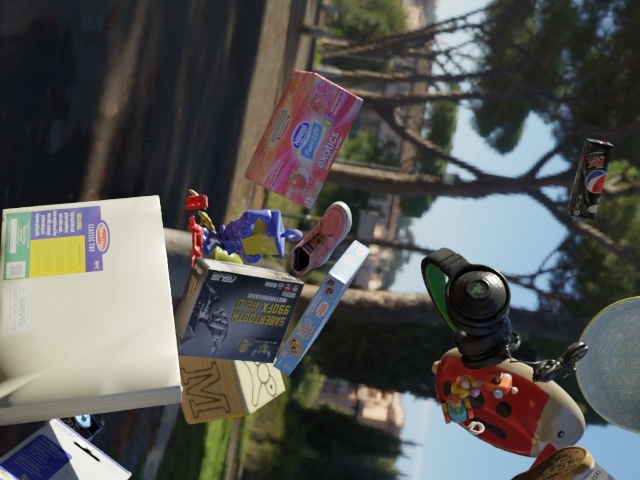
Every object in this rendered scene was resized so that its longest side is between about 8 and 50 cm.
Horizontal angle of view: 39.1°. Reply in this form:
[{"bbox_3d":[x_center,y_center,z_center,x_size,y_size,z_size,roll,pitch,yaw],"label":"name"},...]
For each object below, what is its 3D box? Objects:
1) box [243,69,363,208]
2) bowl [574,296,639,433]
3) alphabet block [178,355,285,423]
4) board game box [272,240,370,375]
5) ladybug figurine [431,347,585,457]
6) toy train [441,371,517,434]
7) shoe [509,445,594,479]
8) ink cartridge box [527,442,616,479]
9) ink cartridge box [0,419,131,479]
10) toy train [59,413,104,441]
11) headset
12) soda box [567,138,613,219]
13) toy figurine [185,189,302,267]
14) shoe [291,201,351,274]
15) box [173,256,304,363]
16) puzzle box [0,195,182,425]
[{"bbox_3d":[-0.045,-0.251,2.211,0.300,0.154,0.142,-63,-153,1],"label":"box"},{"bbox_3d":[0.697,0.252,1.912,0.156,0.289,0.289,-10,110,-68],"label":"bowl"},{"bbox_3d":[-0.229,0.314,2.187,0.192,0.193,0.197,-20,96,-60],"label":"alphabet block"},{"bbox_3d":[0.003,0.115,1.560,0.211,0.039,0.160,-61,174,27],"label":"board game box"},{"bbox_3d":[0.494,0.456,2.475,0.162,0.449,0.305,-44,143,-35],"label":"ladybug figurine"},{"bbox_3d":[0.313,0.310,1.808,0.166,0.125,0.046,-45,133,-39],"label":"toy train"},{"bbox_3d":[0.364,0.378,1.402,0.076,0.058,0.219,-49,179,-36],"label":"shoe"},{"bbox_3d":[0.518,0.514,1.768,0.134,0.231,0.078,-46,171,-24],"label":"ink cartridge box"},{"bbox_3d":[-0.405,0.376,1.315,0.065,0.165,0.332,-55,177,9],"label":"ink cartridge box"},{"bbox_3d":[-0.524,0.342,1.895,0.080,0.184,0.105,-42,170,19],"label":"toy train"},{"bbox_3d":[0.352,0.153,1.824,0.394,0.185,0.243,49,-16,50],"label":"headset"},{"bbox_3d":[0.588,-0.134,1.964,0.060,0.053,0.169,-64,164,-75],"label":"soda box"},{"bbox_3d":[-0.142,0.031,1.905,0.362,0.217,0.191,80,3,-61],"label":"toy figurine"},{"bbox_3d":[0.000,0.000,1.871,0.081,0.063,0.178,-31,158,-47],"label":"shoe"},{"bbox_3d":[-0.162,0.139,1.735,0.056,0.231,0.183,35,-72,49],"label":"box"},{"bbox_3d":[-0.377,0.096,1.457,0.052,0.272,0.409,96,-15,-48],"label":"puzzle box"}]
